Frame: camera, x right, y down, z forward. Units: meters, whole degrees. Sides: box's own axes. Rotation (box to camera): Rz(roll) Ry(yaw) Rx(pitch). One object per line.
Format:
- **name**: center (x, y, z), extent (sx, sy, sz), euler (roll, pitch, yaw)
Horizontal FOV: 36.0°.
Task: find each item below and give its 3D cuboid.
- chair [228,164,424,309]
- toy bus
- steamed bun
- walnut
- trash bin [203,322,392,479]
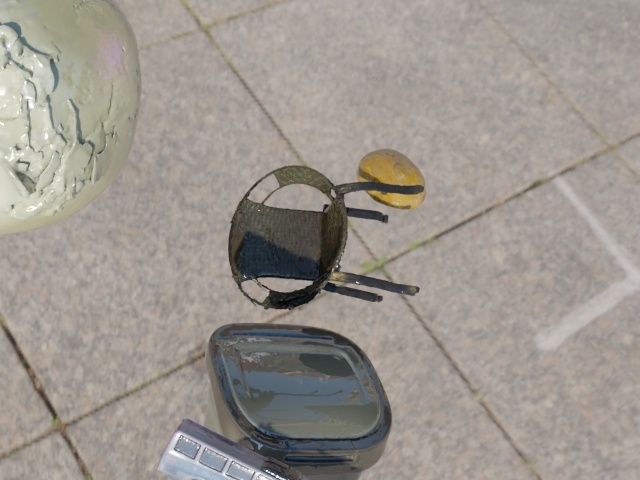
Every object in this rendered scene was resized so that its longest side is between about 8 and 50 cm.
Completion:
- **chair**: center (0.000, 0.000, 1.167), extent (0.213, 0.149, 0.174), euler (5, 79, -8)
- **toy bus**: center (-0.064, 0.191, 0.788), extent (0.130, 0.052, 0.037), euler (26, 11, 1)
- **steamed bun**: center (-0.326, -0.183, 1.099), extent (0.232, 0.334, 0.312), euler (4, 29, 27)
- **walnut**: center (0.104, -0.097, 1.395), extent (0.091, 0.052, 0.121), euler (-18, 49, -33)
- **trash bin**: center (-0.056, 0.269, 1.244), extent (0.219, 0.250, 0.219), euler (7, 28, -22)
